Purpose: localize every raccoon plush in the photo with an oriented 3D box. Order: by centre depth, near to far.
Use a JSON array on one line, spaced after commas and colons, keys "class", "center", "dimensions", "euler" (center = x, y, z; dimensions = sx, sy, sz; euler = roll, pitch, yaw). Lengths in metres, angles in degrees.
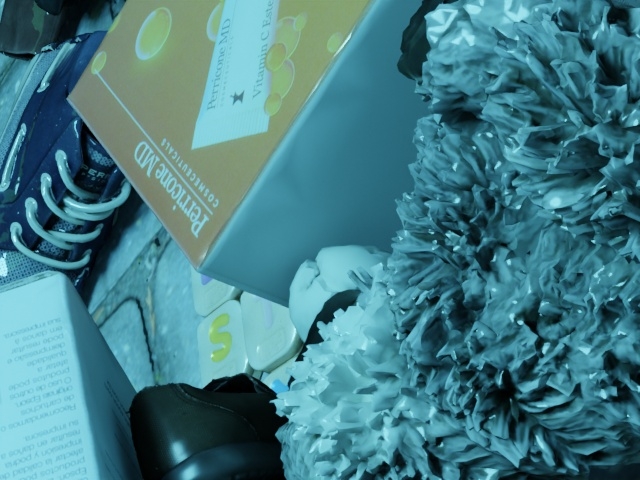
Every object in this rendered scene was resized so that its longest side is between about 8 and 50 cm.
[{"class": "raccoon plush", "center": [0.130, 0.077, 0.446], "dimensions": [0.446, 0.216, 0.299], "euler": [40, 115, 57]}]

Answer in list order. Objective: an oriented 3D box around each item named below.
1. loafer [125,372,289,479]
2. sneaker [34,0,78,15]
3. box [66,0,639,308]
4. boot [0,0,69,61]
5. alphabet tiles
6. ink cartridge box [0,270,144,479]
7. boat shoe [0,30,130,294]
[{"class": "loafer", "center": [-0.033, 0.107, 0.657], "dimensions": [0.080, 0.220, 0.078], "euler": [-35, 70, 10]}, {"class": "sneaker", "center": [-0.173, -0.302, 1.115], "dimensions": [0.283, 0.107, 0.124], "euler": [-15, 106, 30]}, {"class": "box", "center": [0.038, -0.149, 0.679], "dimensions": [0.345, 0.168, 0.215], "euler": [-56, 42, 12]}, {"class": "boot", "center": [-0.323, -0.305, 1.286], "dimensions": [0.248, 0.090, 0.206], "euler": [23, 92, 49]}, {"class": "alphabet tiles", "center": [0.000, 0.000, 0.813], "dimensions": [0.284, 0.021, 0.278], "euler": [-36, 49, 38]}, {"class": "ink cartridge box", "center": [-0.084, 0.236, 0.605], "dimensions": [0.071, 0.324, 0.330], "euler": [-18, 50, -2]}, {"class": "boat shoe", "center": [-0.232, -0.028, 1.023], "dimensions": [0.158, 0.127, 0.340], "euler": [-7, 69, 58]}]
